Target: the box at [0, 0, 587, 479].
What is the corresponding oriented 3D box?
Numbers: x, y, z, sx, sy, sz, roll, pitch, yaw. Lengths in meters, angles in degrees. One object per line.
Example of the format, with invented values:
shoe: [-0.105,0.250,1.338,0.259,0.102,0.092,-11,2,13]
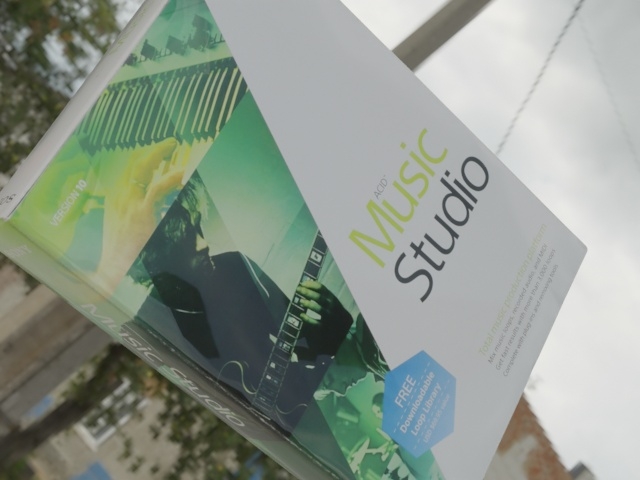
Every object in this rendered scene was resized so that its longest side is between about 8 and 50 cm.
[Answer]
box: [0.000,0.000,0.673,0.322,0.232,0.058,40,-27,-22]
